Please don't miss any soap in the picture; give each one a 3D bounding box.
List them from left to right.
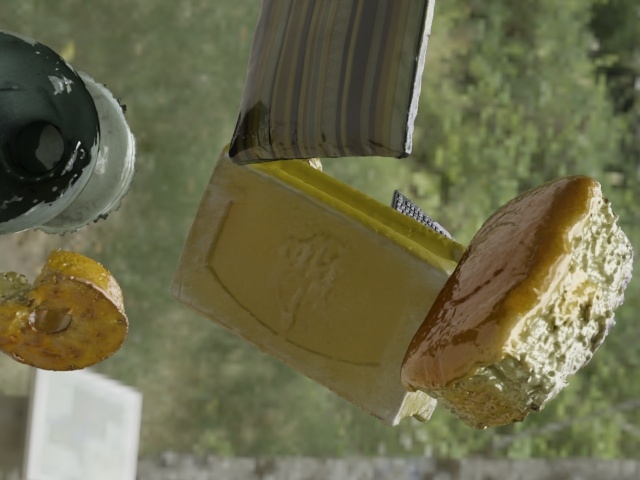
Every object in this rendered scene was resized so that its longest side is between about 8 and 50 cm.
[{"bbox_3d":[0.004,0.043,1.757,0.091,0.315,0.199,-9,125,-58],"label":"soap"}]

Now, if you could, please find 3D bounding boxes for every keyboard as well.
[{"bbox_3d":[0.128,0.005,1.820,0.010,0.155,0.053,-25,-141,37],"label":"keyboard"}]

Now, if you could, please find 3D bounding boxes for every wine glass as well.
[{"bbox_3d":[-0.288,-0.094,1.577,0.357,0.190,0.190,46,48,-88],"label":"wine glass"}]

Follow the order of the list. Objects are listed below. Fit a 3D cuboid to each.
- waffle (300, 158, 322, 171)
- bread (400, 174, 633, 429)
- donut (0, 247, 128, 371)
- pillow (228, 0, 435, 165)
[{"bbox_3d":[-0.001,0.000,2.125,0.219,0.057,0.229,62,16,-54],"label":"waffle"},{"bbox_3d":[0.180,0.054,1.498,0.174,0.121,0.245,-15,-144,52],"label":"bread"},{"bbox_3d":[-0.187,0.049,1.183,0.097,0.108,0.043,53,32,-40],"label":"donut"},{"bbox_3d":[0.014,-0.166,1.428,0.212,0.052,0.208,1,-105,45],"label":"pillow"}]
